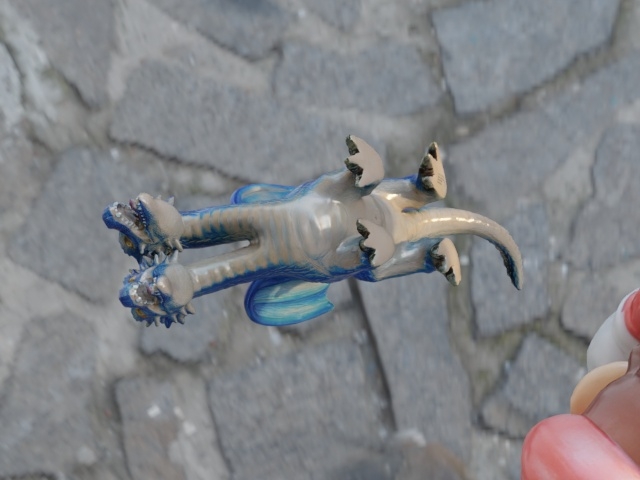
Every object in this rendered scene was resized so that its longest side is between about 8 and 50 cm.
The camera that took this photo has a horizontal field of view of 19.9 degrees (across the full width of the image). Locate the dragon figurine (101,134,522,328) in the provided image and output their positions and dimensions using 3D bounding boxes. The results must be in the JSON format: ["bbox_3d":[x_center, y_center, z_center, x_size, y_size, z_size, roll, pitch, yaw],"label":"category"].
[{"bbox_3d":[0.000,0.000,1.054,0.144,0.289,0.085,-15,81,32],"label":"dragon figurine"}]

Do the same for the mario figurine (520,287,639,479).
[{"bbox_3d":[0.210,0.045,0.756,0.170,0.198,0.320,33,104,7],"label":"mario figurine"}]
